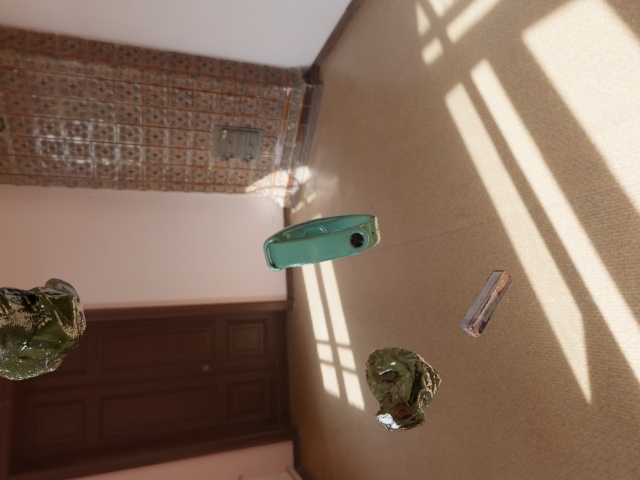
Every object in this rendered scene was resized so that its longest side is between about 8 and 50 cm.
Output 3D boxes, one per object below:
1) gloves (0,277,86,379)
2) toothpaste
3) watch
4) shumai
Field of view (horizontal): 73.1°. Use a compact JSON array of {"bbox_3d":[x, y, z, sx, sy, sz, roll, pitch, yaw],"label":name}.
[{"bbox_3d":[-0.326,0.096,0.475,0.107,0.135,0.268,61,170,3],"label":"gloves"},{"bbox_3d":[0.438,0.162,1.139,0.196,0.047,0.040,-50,8,-20],"label":"toothpaste"},{"bbox_3d":[0.000,0.000,0.867,0.195,0.237,0.068,-151,49,-72],"label":"watch"},{"bbox_3d":[0.229,0.456,1.277,0.260,0.225,0.221,67,-142,-55],"label":"shumai"}]
